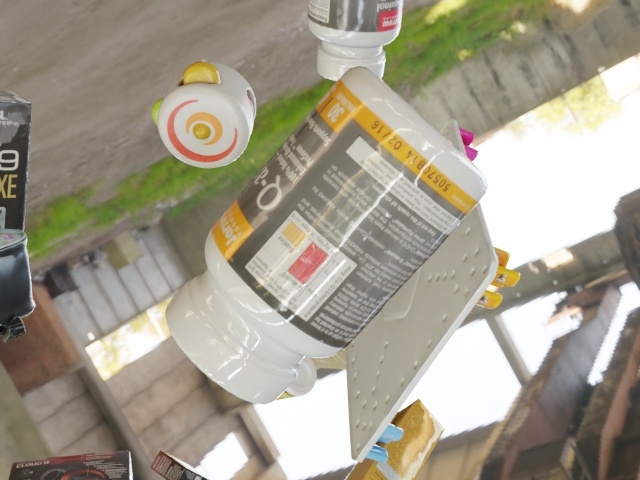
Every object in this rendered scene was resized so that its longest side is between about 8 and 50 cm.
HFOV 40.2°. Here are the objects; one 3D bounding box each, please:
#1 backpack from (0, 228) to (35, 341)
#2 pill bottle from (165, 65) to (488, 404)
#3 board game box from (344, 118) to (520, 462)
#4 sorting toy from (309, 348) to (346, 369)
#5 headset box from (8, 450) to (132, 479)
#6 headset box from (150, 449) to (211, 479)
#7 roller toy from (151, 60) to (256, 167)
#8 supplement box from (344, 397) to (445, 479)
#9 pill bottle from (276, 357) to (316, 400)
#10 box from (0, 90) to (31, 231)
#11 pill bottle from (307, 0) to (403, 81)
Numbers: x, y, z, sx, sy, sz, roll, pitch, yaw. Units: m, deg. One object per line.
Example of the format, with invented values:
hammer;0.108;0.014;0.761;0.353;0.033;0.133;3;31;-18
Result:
backpack;-0.488;0.039;0.991;0.253;0.191;0.225;-3;-166;26
pill bottle;0.000;0.000;0.767;0.278;0.162;0.162;-48;180;10
board game box;0.143;0.070;1.300;0.390;0.050;0.390;-91;-155;-54
sorting toy;0.043;0.284;2.201;0.229;0.307;0.041;-8;-134;39
headset box;-0.439;0.478;1.536;0.218;0.110;0.293;-4;-165;-12
headset box;-0.207;0.345;1.290;0.083;0.062;0.032;13;-112;49
roller toy;-0.230;-0.254;1.784;0.209;0.191;0.146;-43;-157;29
supplement box;0.110;0.351;1.369;0.078;0.080;0.233;-42;-178;41
pill bottle;-0.063;0.209;1.322;0.065;0.065;0.116;-32;-175;-39
box;-0.556;-0.081;1.178;0.307;0.243;0.076;-4;-156;-40
pill bottle;0.067;-0.461;1.604;0.176;0.319;0.176;3;-150;-2
